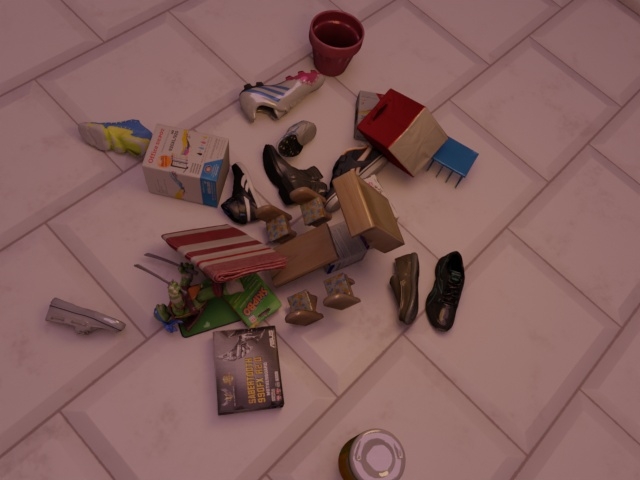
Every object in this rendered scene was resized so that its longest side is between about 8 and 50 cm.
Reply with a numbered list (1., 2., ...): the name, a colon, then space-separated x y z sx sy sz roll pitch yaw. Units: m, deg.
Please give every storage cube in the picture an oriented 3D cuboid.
1. storage cube: 0.278 -0.362 1.836 0.183 0.215 0.193 -48 43 4

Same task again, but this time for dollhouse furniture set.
1. dollhouse furniture set: 0.000 0.000 1.549 0.395 0.256 0.361 -26 67 20

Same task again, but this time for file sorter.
1. file sorter: 0.449 -0.285 1.941 0.170 0.104 0.118 32 64 7

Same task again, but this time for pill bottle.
1. pill bottle: 0.120 0.566 1.393 0.137 0.245 0.136 4 63 -8

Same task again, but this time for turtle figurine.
1. turtle figurine: -0.366 0.105 1.541 0.267 0.198 0.274 -18 77 -7

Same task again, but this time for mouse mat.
1. mouse mat: -0.340 0.196 1.632 0.190 0.007 0.152 -15 68 -17

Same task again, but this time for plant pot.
1. plant pot: 0.050 -0.728 2.049 0.202 0.180 0.201 3 64 -7

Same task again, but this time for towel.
1. towel: -0.282 0.030 1.570 0.237 0.037 0.329 -10 26 -38

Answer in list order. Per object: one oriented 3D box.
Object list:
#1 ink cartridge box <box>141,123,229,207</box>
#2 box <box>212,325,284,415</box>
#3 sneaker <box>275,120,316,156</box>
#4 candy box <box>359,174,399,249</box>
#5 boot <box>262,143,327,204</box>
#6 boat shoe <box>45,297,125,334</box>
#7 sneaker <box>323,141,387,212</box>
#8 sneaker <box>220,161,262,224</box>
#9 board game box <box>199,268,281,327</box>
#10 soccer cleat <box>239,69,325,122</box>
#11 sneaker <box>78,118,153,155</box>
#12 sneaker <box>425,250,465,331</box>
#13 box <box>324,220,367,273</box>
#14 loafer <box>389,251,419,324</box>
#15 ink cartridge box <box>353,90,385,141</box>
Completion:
1. ink cartridge box: -0.424 -0.238 1.738 0.233 0.168 0.171 12 64 -3
2. box: -0.207 0.365 1.544 0.183 0.056 0.230 -3 65 -11
3. sneaker: -0.095 -0.348 1.871 0.086 0.085 0.237 8 32 25
4. candy box: 0.161 -0.088 1.746 0.070 0.196 0.164 -21 69 -18
5. boot: -0.087 -0.230 1.855 0.161 0.083 0.246 -16 67 -30
6. boat shoe: -0.661 0.230 1.532 0.227 0.083 0.075 16 74 11
7. sneaker: 0.088 -0.218 1.841 0.127 0.126 0.321 42 54 6
8. sneaker: -0.277 -0.154 1.771 0.121 0.079 0.216 -20 70 -19
9. board game box: -0.242 0.139 1.653 0.124 0.039 0.259 -36 72 -21
10. soccer cleat: -0.127 -0.511 1.966 0.332 0.116 0.143 -18 84 -15
11. sneaker: -0.672 -0.356 1.815 0.240 0.091 0.126 19 44 1
12. sneaker: 0.398 0.154 1.721 0.101 0.106 0.267 13 64 -4
13. box: 0.058 0.020 1.747 0.137 0.072 0.126 -21 69 -19
14. loafer: 0.263 0.152 1.718 0.088 0.094 0.251 -2 52 17
15. ink cartridge box: 0.194 -0.452 1.998 0.128 0.072 0.174 8 63 -6
